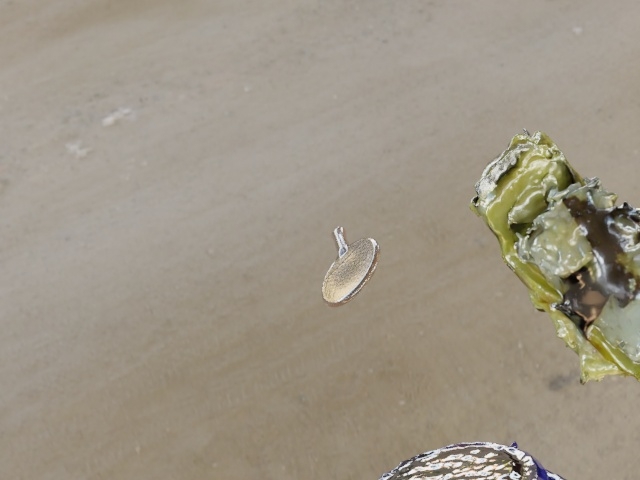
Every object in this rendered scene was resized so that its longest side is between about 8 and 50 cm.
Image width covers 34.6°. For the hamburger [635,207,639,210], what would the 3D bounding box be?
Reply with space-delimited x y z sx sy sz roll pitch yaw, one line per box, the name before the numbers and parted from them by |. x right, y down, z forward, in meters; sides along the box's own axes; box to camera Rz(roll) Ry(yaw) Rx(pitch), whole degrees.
hamburger | 0.431 0.066 1.323 0.189 0.215 0.122 -30 -7 15

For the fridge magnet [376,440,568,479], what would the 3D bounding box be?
fridge magnet | 0.143 0.295 1.059 0.265 0.113 0.265 -16 13 4

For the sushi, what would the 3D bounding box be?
sushi | 0.248 0.034 0.914 0.139 0.131 0.291 -43 78 -6

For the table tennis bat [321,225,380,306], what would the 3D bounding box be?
table tennis bat | 0.000 0.000 1.370 0.107 0.119 0.170 -45 24 14
